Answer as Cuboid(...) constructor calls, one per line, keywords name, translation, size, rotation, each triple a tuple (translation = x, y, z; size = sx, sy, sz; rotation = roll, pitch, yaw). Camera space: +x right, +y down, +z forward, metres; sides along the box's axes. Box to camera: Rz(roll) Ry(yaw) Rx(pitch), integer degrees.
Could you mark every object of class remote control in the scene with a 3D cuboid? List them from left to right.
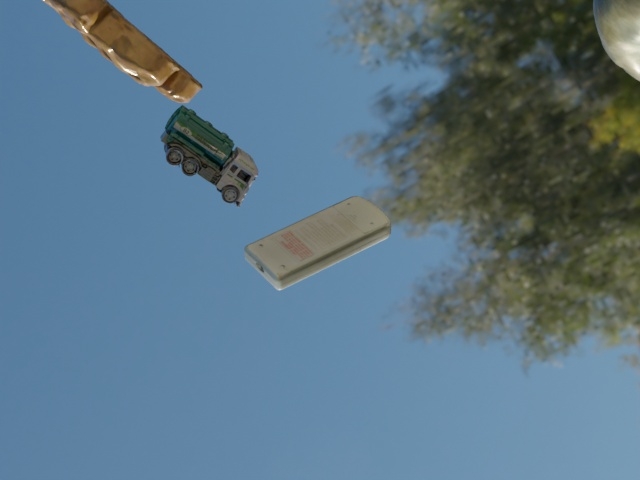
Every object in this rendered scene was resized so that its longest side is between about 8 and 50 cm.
Cuboid(name="remote control", translation=(0.000, 0.000, 1.816), size=(0.190, 0.029, 0.087), rotation=(-26, -135, -24))

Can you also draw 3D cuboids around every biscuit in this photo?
Cuboid(name="biscuit", translation=(-0.224, -0.219, 1.253), size=(0.289, 0.044, 0.202), rotation=(43, -177, 17))

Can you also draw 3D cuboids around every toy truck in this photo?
Cuboid(name="toy truck", translation=(-0.086, -0.066, 1.073), size=(0.083, 0.044, 0.039), rotation=(34, -171, -16))

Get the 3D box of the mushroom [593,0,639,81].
Cuboid(name="mushroom", translation=(0.443, -0.220, 1.396), size=(0.352, 0.352, 0.260), rotation=(36, -108, -36))
